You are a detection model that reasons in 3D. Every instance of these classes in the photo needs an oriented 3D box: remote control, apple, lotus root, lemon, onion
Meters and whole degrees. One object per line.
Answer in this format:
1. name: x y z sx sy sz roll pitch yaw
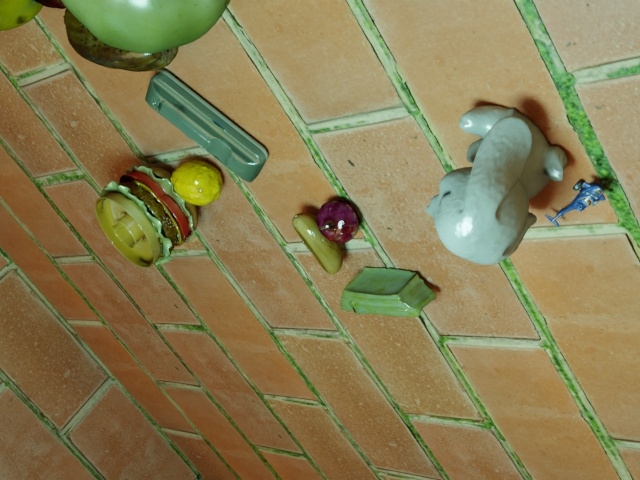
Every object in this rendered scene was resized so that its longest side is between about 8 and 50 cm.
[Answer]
1. remote control: -0.280 -0.270 2.208 0.335 0.065 0.128 38 145 1
2. apple: -0.325 -0.519 1.701 0.357 0.357 0.357 26 146 19
3. lotus root: -0.446 -0.470 2.044 0.291 0.193 0.193 15 141 28
4. lemon: -0.319 -0.149 2.352 0.155 0.114 0.114 14 141 33
5. onion: 0.038 -0.044 2.145 0.107 0.097 0.107 19 123 31

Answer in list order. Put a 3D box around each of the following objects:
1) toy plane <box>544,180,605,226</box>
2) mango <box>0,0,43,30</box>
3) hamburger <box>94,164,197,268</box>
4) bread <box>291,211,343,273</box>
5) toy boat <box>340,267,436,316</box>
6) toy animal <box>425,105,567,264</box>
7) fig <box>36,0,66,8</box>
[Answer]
1. toy plane: 0.477 -0.068 1.709 0.054 0.062 0.167 39 158 -1
2. mango: -0.819 -0.637 2.152 0.445 0.220 0.301 15 143 38
3. hamburger: -0.456 -0.076 2.485 0.274 0.212 0.274 32 146 25
4. bread: 0.000 0.000 2.241 0.189 0.077 0.114 52 167 -29
5. toy boat: 0.147 0.126 2.230 0.276 0.111 0.084 1 127 49
6. toy animal: 0.313 -0.083 1.663 0.206 0.265 0.271 16 140 29
7. fig: -0.535 -0.594 1.925 0.235 0.235 0.214 18 174 30
